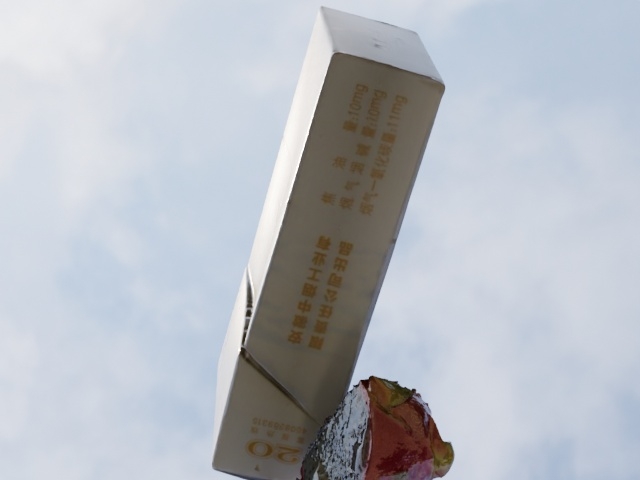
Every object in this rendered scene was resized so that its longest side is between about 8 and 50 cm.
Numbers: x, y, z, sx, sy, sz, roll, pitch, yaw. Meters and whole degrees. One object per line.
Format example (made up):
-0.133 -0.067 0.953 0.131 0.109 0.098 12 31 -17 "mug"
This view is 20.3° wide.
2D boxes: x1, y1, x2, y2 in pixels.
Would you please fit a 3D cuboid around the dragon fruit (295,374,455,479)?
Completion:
0.031 0.114 0.896 0.056 0.083 0.060 14 -143 -30 "dragon fruit"

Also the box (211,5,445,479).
0.000 0.001 0.978 0.067 0.233 0.149 15 -165 -4 "box"
